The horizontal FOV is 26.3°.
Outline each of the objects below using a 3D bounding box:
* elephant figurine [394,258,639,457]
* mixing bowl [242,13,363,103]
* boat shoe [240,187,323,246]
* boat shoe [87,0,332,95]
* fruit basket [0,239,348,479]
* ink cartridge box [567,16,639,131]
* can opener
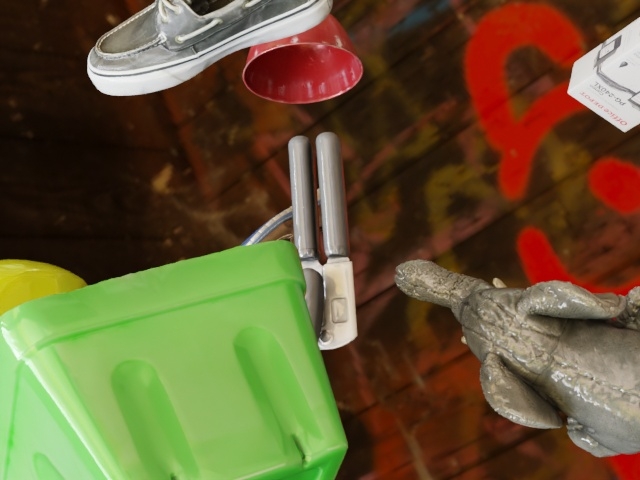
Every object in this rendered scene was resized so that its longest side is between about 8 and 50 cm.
[{"bbox_3d":[0.198,0.098,1.202,0.239,0.186,0.169,22,-123,-19],"label":"elephant figurine"},{"bbox_3d":[-0.030,-0.292,2.076,0.181,0.181,0.098,19,-123,-43],"label":"mixing bowl"},{"bbox_3d":[-0.036,-0.009,1.843,0.183,0.066,0.066,-36,-90,-40],"label":"boat shoe"},{"bbox_3d":[-0.154,-0.290,1.712,0.119,0.335,0.121,56,-162,-47],"label":"boat shoe"},{"bbox_3d":[-0.181,0.132,1.083,0.283,0.392,0.392,-14,-109,-29],"label":"fruit basket"},{"bbox_3d":[0.419,-0.220,1.813,0.109,0.150,0.063,31,-125,-18],"label":"ink cartridge box"},{"bbox_3d":[0.000,0.000,1.700,0.093,0.074,0.280,43,-137,-72],"label":"can opener"}]
